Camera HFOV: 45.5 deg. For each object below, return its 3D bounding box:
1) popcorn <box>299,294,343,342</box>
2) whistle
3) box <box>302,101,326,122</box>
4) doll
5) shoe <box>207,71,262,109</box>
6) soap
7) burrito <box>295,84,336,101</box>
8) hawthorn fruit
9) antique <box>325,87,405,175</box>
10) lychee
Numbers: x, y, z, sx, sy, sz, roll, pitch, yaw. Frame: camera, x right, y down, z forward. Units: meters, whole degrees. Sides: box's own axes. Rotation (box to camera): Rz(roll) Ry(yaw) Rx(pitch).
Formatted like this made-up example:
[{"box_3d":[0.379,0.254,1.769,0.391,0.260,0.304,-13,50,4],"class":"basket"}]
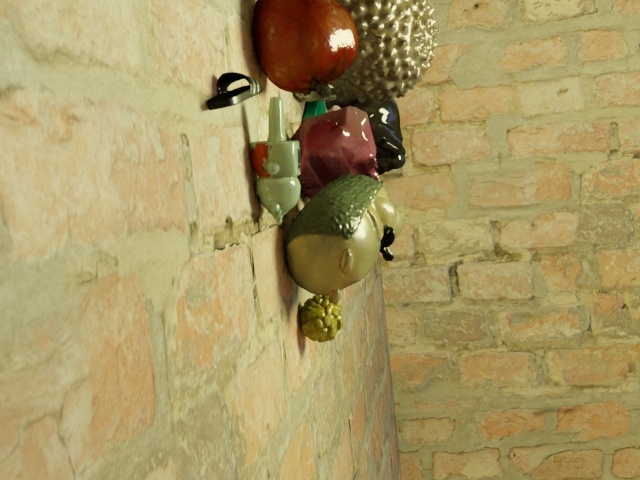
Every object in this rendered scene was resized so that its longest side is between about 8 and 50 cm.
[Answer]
[{"box_3d":[0.004,0.192,1.839,0.121,0.116,0.106,39,-35,39],"class":"popcorn"},{"box_3d":[-0.087,-0.156,1.512,0.102,0.106,0.253,-156,-116,-66],"class":"whistle"},{"box_3d":[-0.010,-0.323,2.204,0.226,0.042,0.161,-82,163,-53],"class":"box"},{"box_3d":[0.063,-0.022,1.784,0.349,0.247,0.247,-63,148,-49],"class":"doll"},{"box_3d":[-0.149,-0.265,1.312,0.179,0.071,0.049,-58,139,-67],"class":"shoe"},{"box_3d":[0.035,-0.206,1.928,0.325,0.220,0.127,59,19,-67],"class":"soap"},{"box_3d":[-0.017,-0.411,2.097,0.229,0.058,0.063,-22,127,-65],"class":"burrito"},{"box_3d":[-0.042,-0.451,1.621,0.224,0.224,0.261,-51,123,-76],"class":"hawthorn fruit"},{"box_3d":[0.152,-0.360,2.559,0.185,0.255,0.322,-80,165,-64],"class":"antique"},{"box_3d":[0.114,-0.568,2.009,0.432,0.380,0.380,48,9,5],"class":"lychee"}]
